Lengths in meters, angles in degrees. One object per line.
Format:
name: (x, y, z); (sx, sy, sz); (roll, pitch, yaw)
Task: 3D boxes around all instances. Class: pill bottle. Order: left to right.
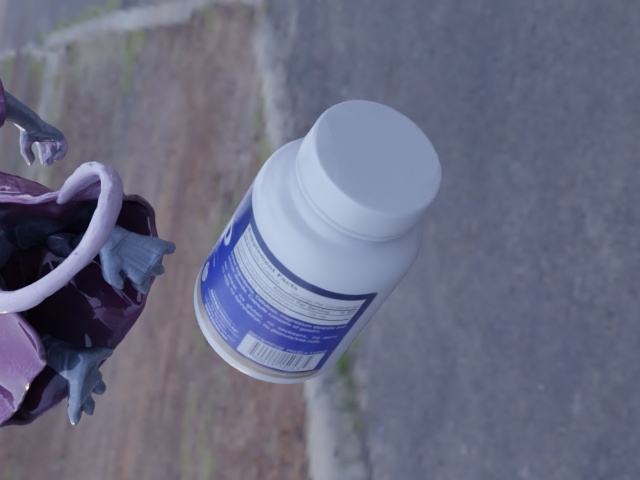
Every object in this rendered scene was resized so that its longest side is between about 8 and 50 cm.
pill bottle: (0.000, 0.000, 1.064); (0.187, 0.112, 0.112); (125, 151, -49)

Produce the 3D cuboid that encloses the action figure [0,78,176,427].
action figure: (-0.306, -0.019, 1.294); (0.248, 0.370, 0.276); (-52, -15, -5)
